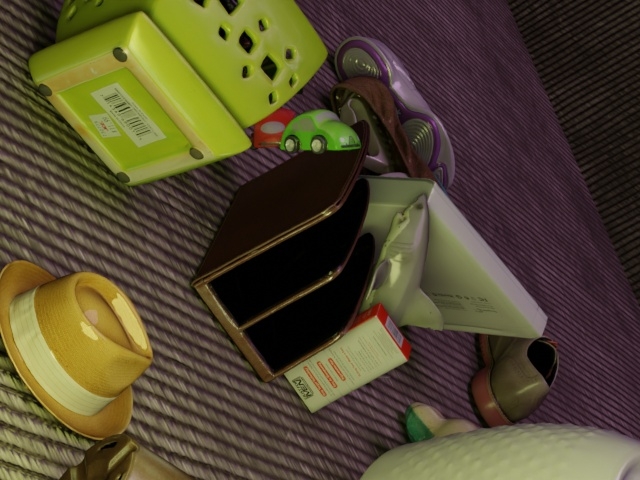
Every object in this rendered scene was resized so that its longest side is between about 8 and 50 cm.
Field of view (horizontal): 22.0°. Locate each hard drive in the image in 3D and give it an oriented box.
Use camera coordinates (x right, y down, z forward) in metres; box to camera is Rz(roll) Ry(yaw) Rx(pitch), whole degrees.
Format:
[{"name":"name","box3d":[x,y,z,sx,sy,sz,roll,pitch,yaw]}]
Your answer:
[{"name":"hard drive","box3d":[0.137,0.024,2.267,0.353,0.233,0.047,45,59,-44]}]

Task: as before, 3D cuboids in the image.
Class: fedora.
[{"name":"fedora","box3d":[-0.217,0.089,1.529,0.194,0.079,0.194,50,22,-28]}]

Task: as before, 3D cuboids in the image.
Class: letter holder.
[{"name":"letter holder","box3d":[0.000,0.000,1.987,0.152,0.214,0.302,55,20,-15]}]

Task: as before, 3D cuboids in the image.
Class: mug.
[{"name":"mug","box3d":[0.267,0.329,1.825,0.374,0.328,0.276,-5,80,-45]}]

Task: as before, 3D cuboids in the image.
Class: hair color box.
[{"name":"hair color box","box3d":[0.031,0.141,1.971,0.072,0.141,0.043,56,19,-13]}]

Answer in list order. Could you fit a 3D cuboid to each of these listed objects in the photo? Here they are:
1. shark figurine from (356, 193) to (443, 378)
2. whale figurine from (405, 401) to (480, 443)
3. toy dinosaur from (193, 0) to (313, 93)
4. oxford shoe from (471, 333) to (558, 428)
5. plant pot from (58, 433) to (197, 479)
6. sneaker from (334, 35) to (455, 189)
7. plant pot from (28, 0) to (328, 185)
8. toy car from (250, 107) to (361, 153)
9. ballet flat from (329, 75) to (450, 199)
[{"name":"shark figurine","box3d":[0.093,0.099,2.068,0.116,0.278,0.166,22,34,0]},{"name":"whale figurine","box3d":[0.163,0.306,2.132,0.216,0.141,0.272,51,-3,-23]},{"name":"toy dinosaur","box3d":[-0.142,-0.266,2.128,0.322,0.164,0.218,32,28,-52]},{"name":"oxford shoe","box3d":[0.333,0.196,2.655,0.123,0.130,0.348,55,20,-14]},{"name":"plant pot","box3d":[-0.142,0.259,1.376,0.165,0.167,0.167,42,25,-23]},{"name":"sneaker","box3d":[0.146,-0.223,2.816,0.305,0.114,0.152,59,20,-2]},{"name":"plant pot","box3d":[-0.167,-0.198,1.813,0.228,0.227,0.207,51,48,-25]},{"name":"toy car","box3d":[-0.047,-0.133,1.993,0.239,0.225,0.053,-9,99,-49]},{"name":"ballet flat","box3d":[0.100,-0.118,2.591,0.124,0.116,0.342,1,58,-44]}]
